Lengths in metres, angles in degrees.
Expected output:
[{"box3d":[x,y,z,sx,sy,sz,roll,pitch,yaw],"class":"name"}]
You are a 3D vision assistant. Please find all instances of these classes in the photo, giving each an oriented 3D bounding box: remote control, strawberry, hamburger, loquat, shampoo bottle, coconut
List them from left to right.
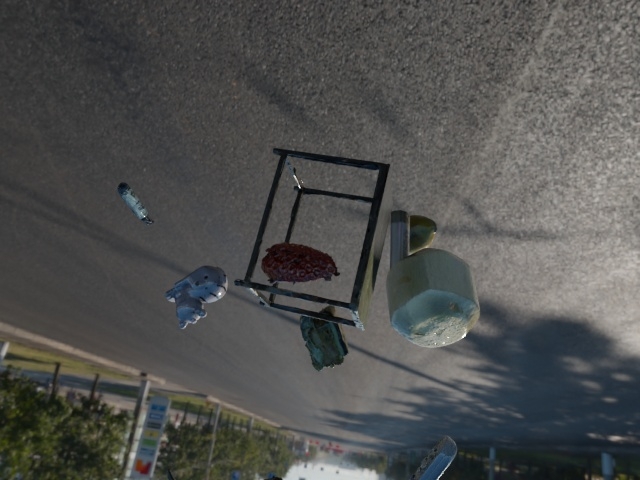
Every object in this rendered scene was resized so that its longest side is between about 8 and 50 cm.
[{"box3d":[-0.043,0.040,1.078,0.188,0.082,0.121,0,-162,42],"class":"strawberry"},{"box3d":[0.016,0.394,2.116,0.167,0.288,0.192,-19,-167,3],"class":"hamburger"},{"box3d":[0.240,0.027,1.538,0.055,0.228,0.086,-3,166,23],"class":"shampoo bottle"},{"box3d":[0.365,-0.025,1.971,0.195,0.152,0.152,-27,142,27],"class":"loquat"},{"box3d":[0.235,0.562,1.182,0.047,0.244,0.087,38,-178,10],"class":"remote control"},{"box3d":[0.291,0.135,1.351,0.237,0.266,0.237,3,135,3],"class":"coconut"}]

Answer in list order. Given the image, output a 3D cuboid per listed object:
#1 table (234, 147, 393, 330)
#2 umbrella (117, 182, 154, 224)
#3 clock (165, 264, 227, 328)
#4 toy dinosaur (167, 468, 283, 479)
[{"box3d":[0.000,0.000,1.182,0.272,0.335,0.222,10,162,14],"class":"table"},{"box3d":[-0.717,-0.136,1.970,0.053,0.052,0.250,44,164,27],"class":"umbrella"},{"box3d":[-0.323,0.151,1.374,0.176,0.117,0.080,-33,152,1],"class":"clock"},{"box3d":[-0.148,0.439,0.886,0.187,0.179,0.087,-32,157,-1],"class":"toy dinosaur"}]
